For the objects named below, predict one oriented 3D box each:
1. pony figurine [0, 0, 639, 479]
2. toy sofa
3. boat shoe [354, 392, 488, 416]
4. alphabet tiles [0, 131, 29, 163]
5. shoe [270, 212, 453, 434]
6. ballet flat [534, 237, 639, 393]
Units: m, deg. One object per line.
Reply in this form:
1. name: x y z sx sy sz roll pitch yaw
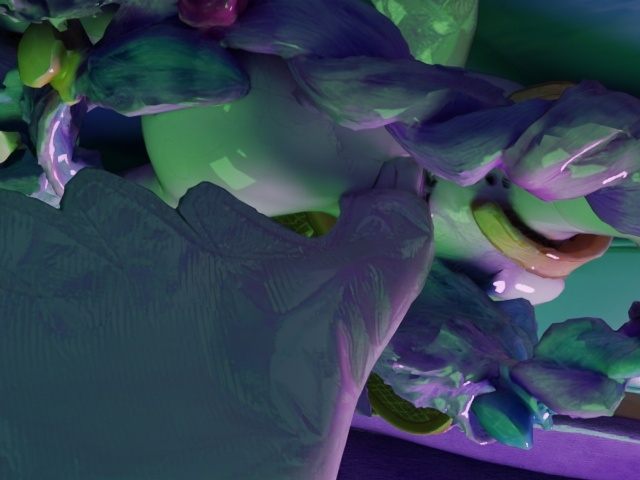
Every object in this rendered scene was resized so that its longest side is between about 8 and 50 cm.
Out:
1. pony figurine: -0.008 -0.044 0.473 0.351 0.302 0.363 13 177 -29
2. toy sofa: 0.126 0.152 1.041 0.363 0.177 0.150 10 161 4
3. boat shoe: 0.039 0.056 0.882 0.130 0.132 0.355 26 157 -36
4. alphabet tiles: -0.172 0.008 0.838 0.284 0.021 0.278 41 155 -7
5. shoe: 0.000 0.000 0.725 0.219 0.058 0.076 50 125 5
6. ballet flat: 0.207 0.018 0.712 0.316 0.106 0.107 10 126 -12
